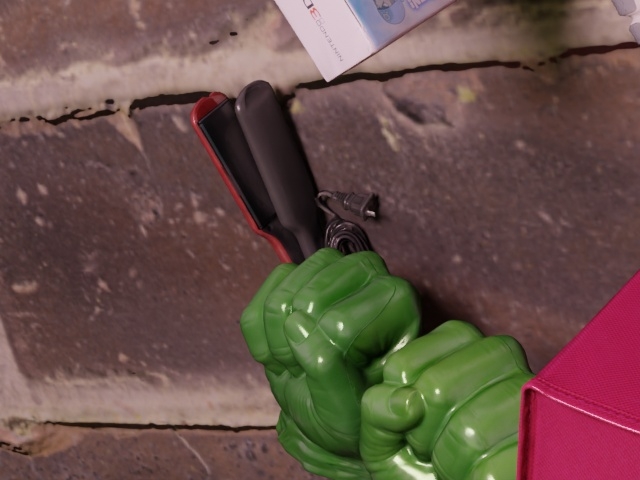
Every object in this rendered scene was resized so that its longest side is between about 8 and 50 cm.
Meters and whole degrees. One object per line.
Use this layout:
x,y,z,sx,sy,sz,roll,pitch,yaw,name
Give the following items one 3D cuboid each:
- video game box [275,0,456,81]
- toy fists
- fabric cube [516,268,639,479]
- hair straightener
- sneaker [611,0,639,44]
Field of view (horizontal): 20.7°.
0.024,-0.204,0.909,0.048,0.205,0.187,-31,94,47,video game box
0.048,0.100,1.045,0.279,0.096,0.142,34,134,49,toy fists
0.259,0.154,0.901,0.259,0.258,0.254,20,126,27,fabric cube
0.000,0.000,1.147,0.089,0.047,0.230,-14,106,41,hair straightener
0.198,-0.181,0.876,0.132,0.086,0.229,-28,95,40,sneaker
